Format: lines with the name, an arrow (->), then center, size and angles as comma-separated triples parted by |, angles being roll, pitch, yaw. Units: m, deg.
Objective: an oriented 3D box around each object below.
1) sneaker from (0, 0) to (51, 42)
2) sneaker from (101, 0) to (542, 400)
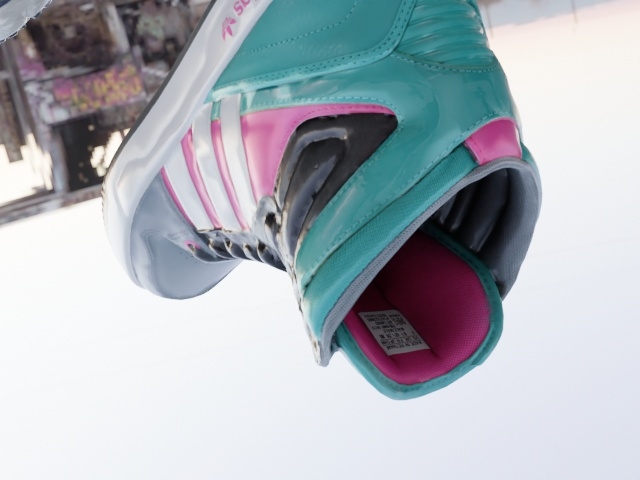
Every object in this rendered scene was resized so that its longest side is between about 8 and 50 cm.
sneaker -> -0.205, -0.124, 0.447 | 0.107, 0.110, 0.275 | 25, -125, 29
sneaker -> 0.000, 0.000, 0.490 | 0.124, 0.178, 0.295 | -16, 160, -34
